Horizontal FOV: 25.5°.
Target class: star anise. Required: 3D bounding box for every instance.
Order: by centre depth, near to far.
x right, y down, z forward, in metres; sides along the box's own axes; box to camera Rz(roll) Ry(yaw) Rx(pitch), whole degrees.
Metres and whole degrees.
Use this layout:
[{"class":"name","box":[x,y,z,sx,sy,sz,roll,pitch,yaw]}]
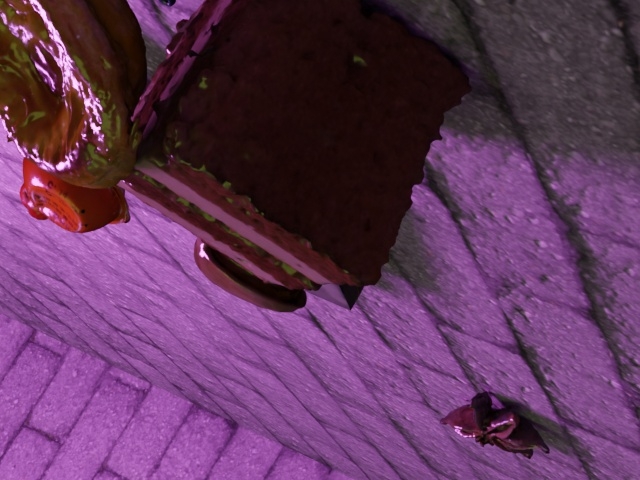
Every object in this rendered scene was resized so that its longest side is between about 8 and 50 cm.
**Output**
[{"class":"star anise","box":[0.305,0.318,2.420,0.171,0.063,0.208,27,160,-1]}]

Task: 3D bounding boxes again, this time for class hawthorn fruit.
[{"class":"hawthorn fruit","box":[-0.518,-0.085,2.644,0.093,0.093,0.093,28,163,9]}]

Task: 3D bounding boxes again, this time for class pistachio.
[{"class":"pistachio","box":[-0.099,0.027,2.176,0.206,0.131,0.130,29,120,-7]}]

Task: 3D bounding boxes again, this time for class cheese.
[{"class":"cheese","box":[-0.384,-0.116,2.243,0.217,0.129,0.329,33,151,3]}]

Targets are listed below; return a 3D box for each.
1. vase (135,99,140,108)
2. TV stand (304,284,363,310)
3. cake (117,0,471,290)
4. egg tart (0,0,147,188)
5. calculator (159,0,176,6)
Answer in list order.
[{"class":"vase","box":[-0.400,-0.249,1.864,0.360,0.165,0.165,46,158,-28]},{"class":"TV stand","box":[0.000,0.000,1.993,0.088,0.083,0.269,22,160,21]},{"class":"cake","box":[-0.041,-0.113,1.462,0.282,0.256,0.290,34,167,-16]},{"class":"egg tart","box":[-0.252,-0.189,1.365,0.294,0.116,0.295,33,141,32]},{"class":"calculator","box":[-0.194,-0.308,1.556,0.094,0.019,0.141,28,161,9]}]
